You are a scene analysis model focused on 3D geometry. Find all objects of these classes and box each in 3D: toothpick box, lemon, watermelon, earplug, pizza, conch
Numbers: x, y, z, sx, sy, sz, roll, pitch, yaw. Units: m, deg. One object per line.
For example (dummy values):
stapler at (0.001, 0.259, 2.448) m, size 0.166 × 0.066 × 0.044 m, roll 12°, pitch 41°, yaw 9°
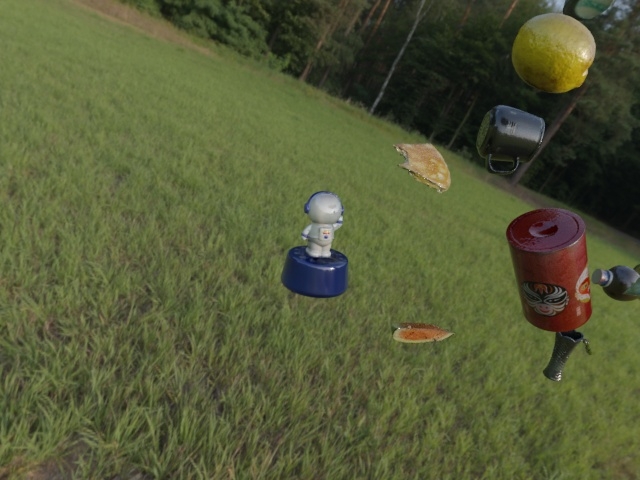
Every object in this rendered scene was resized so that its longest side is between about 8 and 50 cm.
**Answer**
toothpick box at (0.696, 0.093, 1.264) m, size 0.333 × 0.204 × 0.204 m, roll 64°, pitch -4°, yaw -31°
lemon at (0.588, -0.473, 1.058) m, size 0.207 × 0.170 × 0.170 m, roll 41°, pitch 20°, yaw 15°
watermelon at (0.299, 0.276, 1.276) m, size 0.245 × 0.119 × 0.063 m, roll 13°, pitch 65°, yaw -29°
earplug at (1.119, -1.131, 1.761) m, size 0.185 × 0.324 × 0.185 m, roll 3°, pitch -11°, yaw 1°
pizza at (0.305, -0.222, 1.245) m, size 0.262 × 0.034 × 0.181 m, roll -4°, pitch 65°, yaw -41°
conch at (1.091, 0.152, 1.407) m, size 0.088 × 0.180 × 0.065 m, roll -1°, pitch 63°, yaw -15°

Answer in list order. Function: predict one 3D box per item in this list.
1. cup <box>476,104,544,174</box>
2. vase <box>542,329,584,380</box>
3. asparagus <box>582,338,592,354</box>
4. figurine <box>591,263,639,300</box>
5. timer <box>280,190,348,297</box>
cup at (0.598, -0.309, 1.326) m, size 0.176 × 0.223 × 0.169 m, roll 13°, pitch -10°, yaw 2°
vase at (1.045, 0.496, 1.812) m, size 0.115 × 0.237 × 0.115 m, roll 6°, pitch 23°, yaw -2°
asparagus at (0.965, 0.384, 1.509) m, size 0.022 × 0.023 × 0.233 m, roll -1°, pitch -23°, yaw 36°
figurine at (1.252, 0.169, 1.699) m, size 0.275 × 0.158 × 0.161 m, roll 4°, pitch -11°, yaw -18°
timer at (0.000, 0.000, 1.604) m, size 0.270 × 0.384 × 0.270 m, roll 8°, pitch 16°, yaw -2°
